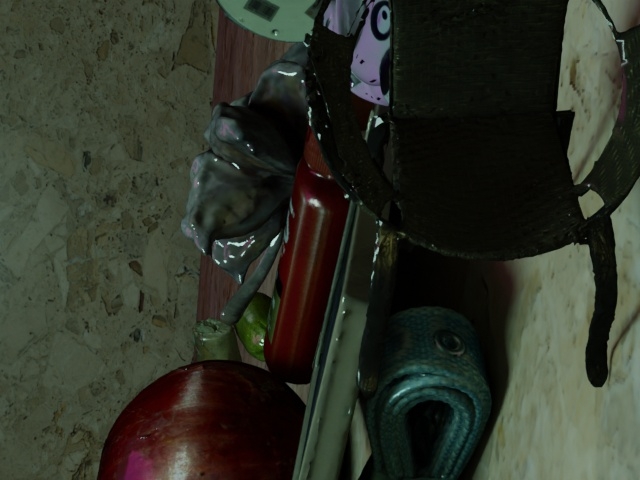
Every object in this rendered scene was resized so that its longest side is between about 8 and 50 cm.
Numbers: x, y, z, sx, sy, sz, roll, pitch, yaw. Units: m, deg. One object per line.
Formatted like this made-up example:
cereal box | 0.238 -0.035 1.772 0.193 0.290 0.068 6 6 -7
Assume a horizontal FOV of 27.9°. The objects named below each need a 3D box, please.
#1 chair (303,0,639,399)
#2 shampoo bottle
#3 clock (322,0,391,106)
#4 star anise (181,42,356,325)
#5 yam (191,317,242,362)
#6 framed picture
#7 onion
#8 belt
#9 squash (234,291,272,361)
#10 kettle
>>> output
chair | 0.081 -0.049 0.643 0.149 0.174 0.213 -92 0 -49
shampoo bottle | -0.001 0.000 1.313 0.118 0.076 0.314 -75 -3 -53
clock | 0.067 -0.216 0.995 0.248 0.090 0.227 -113 29 -66
star anise | -0.070 -0.076 1.383 0.359 0.139 0.316 -60 -21 3
yam | -0.127 0.255 1.805 0.071 0.067 0.317 -121 22 -63
framed picture | 0.014 0.082 1.034 0.446 0.028 0.326 -78 0 -65
onion | -0.094 0.256 1.310 0.276 0.276 0.276 -176 90 -80
belt | 0.051 0.171 0.918 0.072 0.087 0.302 -99 16 -47
squash | -0.083 0.115 1.763 0.239 0.069 0.069 -133 48 -76
kettle | -0.036 -0.327 1.365 0.210 0.160 0.243 -41 27 37
